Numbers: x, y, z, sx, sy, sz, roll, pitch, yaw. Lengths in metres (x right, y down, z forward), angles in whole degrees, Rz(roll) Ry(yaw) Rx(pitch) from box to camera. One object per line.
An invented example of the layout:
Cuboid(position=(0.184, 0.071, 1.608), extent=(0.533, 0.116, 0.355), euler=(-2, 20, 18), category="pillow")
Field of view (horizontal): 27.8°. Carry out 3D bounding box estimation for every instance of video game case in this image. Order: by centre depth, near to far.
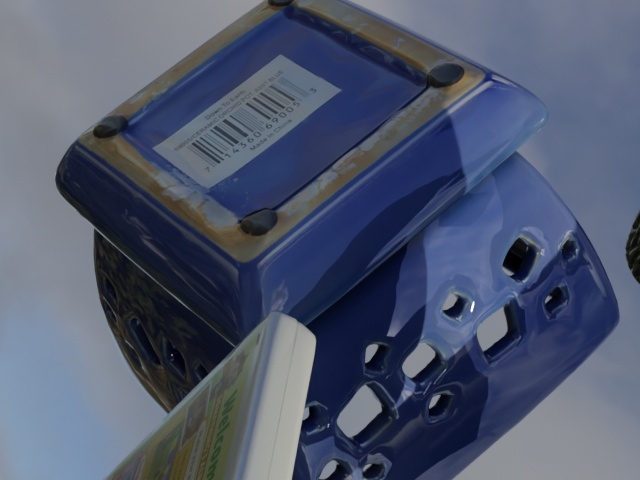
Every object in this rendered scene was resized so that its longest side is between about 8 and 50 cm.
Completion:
Cuboid(position=(-0.076, 0.148, 0.431), extent=(0.023, 0.212, 0.193), euler=(34, -56, -16), category="video game case")

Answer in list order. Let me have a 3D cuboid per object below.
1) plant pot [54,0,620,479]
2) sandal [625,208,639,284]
Cuboid(position=(0.000, 0.000, 0.740), extent=(0.236, 0.236, 0.212), euler=(36, -23, 41), category="plant pot")
Cuboid(position=(0.444, -0.061, 1.049), extent=(0.445, 0.107, 0.168), euler=(-37, -140, 37), category="sandal")
